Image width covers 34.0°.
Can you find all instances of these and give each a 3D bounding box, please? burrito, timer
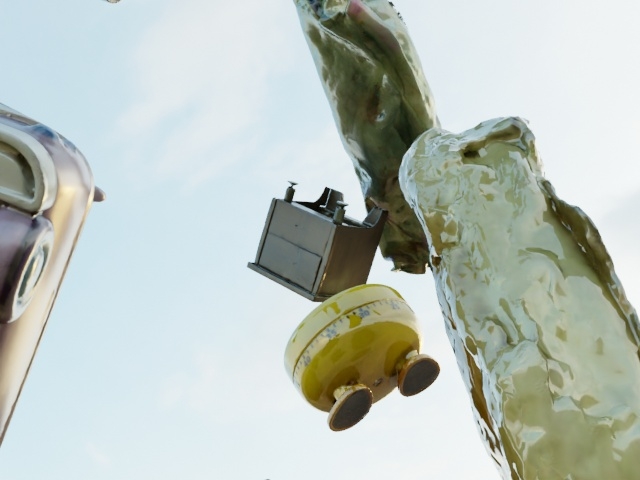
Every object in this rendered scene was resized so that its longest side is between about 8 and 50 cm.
[{"bbox_3d":[0.059,-0.090,0.856,0.096,0.066,0.309,1,-51,34],"label":"burrito"},{"bbox_3d":[0.020,0.075,0.775,0.107,0.109,0.107,-23,-37,-19],"label":"timer"}]

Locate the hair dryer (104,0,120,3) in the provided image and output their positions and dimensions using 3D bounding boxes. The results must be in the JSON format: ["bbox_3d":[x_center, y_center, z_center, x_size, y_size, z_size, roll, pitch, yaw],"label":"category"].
[{"bbox_3d":[-0.213,-0.228,0.858,0.063,0.037,0.114,20,7,21],"label":"hair dryer"}]

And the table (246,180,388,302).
[{"bbox_3d":[0.000,0.000,0.884,0.070,0.083,0.082,6,-75,-48],"label":"table"}]

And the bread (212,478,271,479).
[{"bbox_3d":[-0.140,0.245,0.727,0.241,0.136,0.107,-4,-35,-19],"label":"bread"}]

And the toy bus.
[{"bbox_3d":[-0.201,0.023,0.496,0.142,0.202,0.142,22,6,0],"label":"toy bus"}]

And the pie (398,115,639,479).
[{"bbox_3d":[0.121,0.098,0.460,0.083,0.339,0.339,-23,-34,5],"label":"pie"}]
